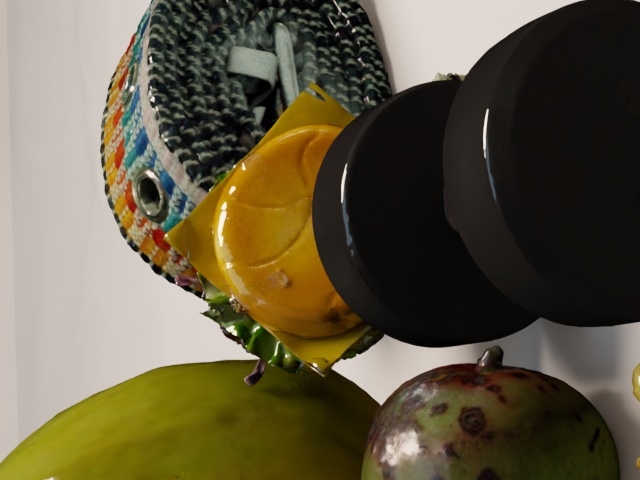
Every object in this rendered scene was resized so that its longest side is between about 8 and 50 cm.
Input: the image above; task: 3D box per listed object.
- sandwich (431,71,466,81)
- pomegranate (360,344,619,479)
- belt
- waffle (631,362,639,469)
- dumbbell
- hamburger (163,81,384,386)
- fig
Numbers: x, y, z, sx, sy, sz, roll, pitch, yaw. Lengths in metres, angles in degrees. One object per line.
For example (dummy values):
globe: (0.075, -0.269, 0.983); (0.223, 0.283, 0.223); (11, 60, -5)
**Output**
sandwich: (0.092, -0.064, 0.862); (0.105, 0.036, 0.093); (-164, 78, -67)
pomegranate: (0.092, 0.146, 0.724); (0.148, 0.149, 0.169); (-124, 29, -55)
belt: (-0.063, -0.094, 1.024); (0.160, 0.207, 0.295); (125, 140, -50)
waffle: (0.188, 0.152, 0.595); (0.161, 0.046, 0.192); (-157, 71, -64)
dumbbell: (0.103, -0.025, 0.679); (0.218, 0.153, 0.152); (160, 110, -66)
hamburger: (0.004, -0.001, 0.834); (0.164, 0.189, 0.093); (52, 179, 19)
fig: (-0.089, 0.235, 0.877); (0.343, 0.343, 0.343); (-178, 90, -68)
